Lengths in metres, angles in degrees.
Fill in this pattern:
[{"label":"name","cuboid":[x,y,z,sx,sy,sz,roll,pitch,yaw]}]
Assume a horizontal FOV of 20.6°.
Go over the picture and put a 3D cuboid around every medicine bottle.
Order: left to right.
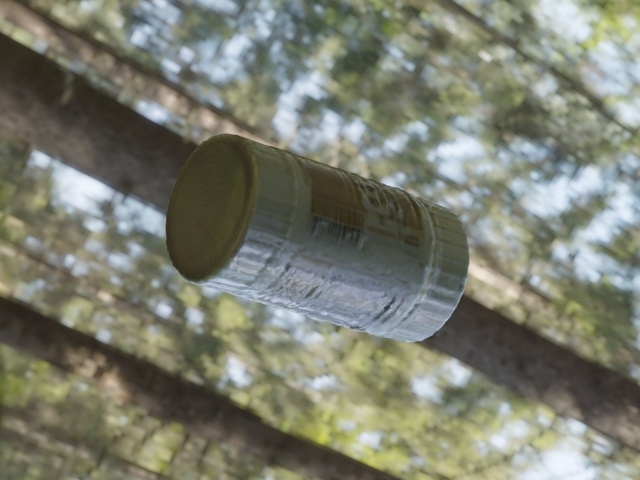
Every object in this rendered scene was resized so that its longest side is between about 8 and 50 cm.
[{"label":"medicine bottle","cuboid":[0.000,0.000,0.527,0.047,0.083,0.047,-26,-124,47]}]
